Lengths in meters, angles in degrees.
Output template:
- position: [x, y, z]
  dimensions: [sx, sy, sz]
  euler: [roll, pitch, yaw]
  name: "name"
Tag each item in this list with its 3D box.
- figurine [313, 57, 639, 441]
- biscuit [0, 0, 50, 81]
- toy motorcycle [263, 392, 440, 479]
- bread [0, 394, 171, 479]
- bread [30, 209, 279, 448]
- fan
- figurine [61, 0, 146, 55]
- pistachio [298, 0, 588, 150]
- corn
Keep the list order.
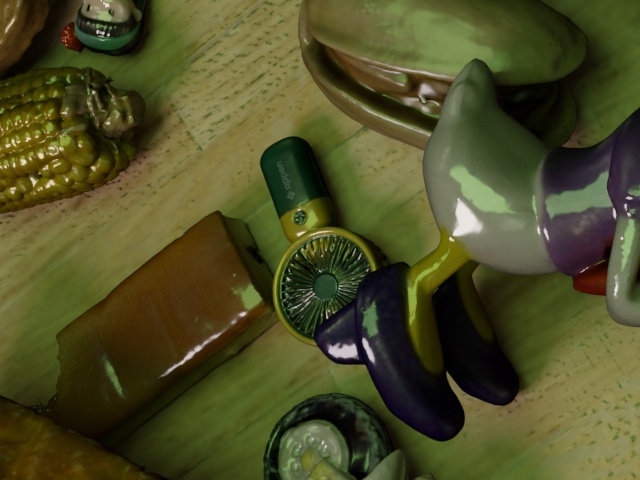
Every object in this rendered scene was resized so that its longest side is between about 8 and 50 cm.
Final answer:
- position: [0.179, -0.049, 1.173]
  dimensions: [0.421, 0.154, 0.193]
  euler: [-32, 84, 23]
  name: "figurine"
- position: [-0.311, -0.280, 1.495]
  dimensions: [0.344, 0.057, 0.287]
  euler: [44, 123, 23]
  name: "biscuit"
- position: [0.024, 0.276, 1.267]
  dimensions: [0.223, 0.108, 0.341]
  euler: [11, 82, 33]
  name: "toy motorcycle"
- position: [-0.255, 0.255, 1.293]
  dimensions: [0.279, 0.279, 0.207]
  euler: [21, 136, 24]
  name: "bread"
- position: [-0.129, 0.078, 1.400]
  dimensions: [0.226, 0.049, 0.088]
  euler: [-37, 70, 19]
  name: "bread"
- position: [0.000, 0.000, 1.350]
  dimensions: [0.082, 0.039, 0.155]
  euler: [-27, 71, 22]
  name: "fan"
- position: [-0.151, -0.185, 1.444]
  dimensions: [0.060, 0.047, 0.106]
  euler: [14, 88, 19]
  name: "figurine"
- position: [0.077, -0.126, 1.289]
  dimensions: [0.206, 0.131, 0.130]
  euler: [24, 140, 22]
  name: "pistachio"
- position: [-0.241, -0.063, 1.449]
  dimensions: [0.261, 0.097, 0.097]
  euler: [-16, 77, 26]
  name: "corn"
